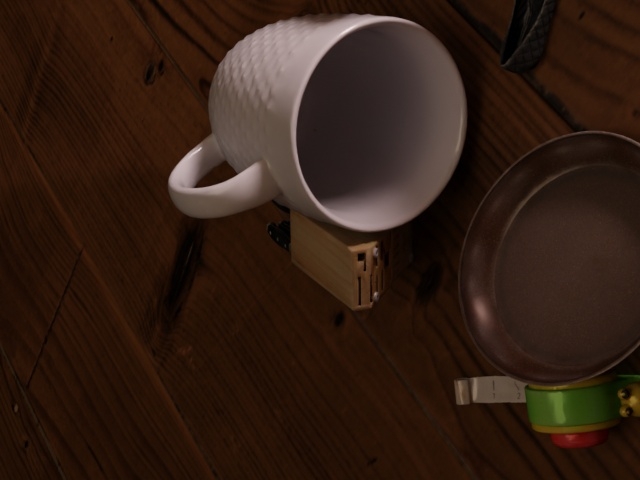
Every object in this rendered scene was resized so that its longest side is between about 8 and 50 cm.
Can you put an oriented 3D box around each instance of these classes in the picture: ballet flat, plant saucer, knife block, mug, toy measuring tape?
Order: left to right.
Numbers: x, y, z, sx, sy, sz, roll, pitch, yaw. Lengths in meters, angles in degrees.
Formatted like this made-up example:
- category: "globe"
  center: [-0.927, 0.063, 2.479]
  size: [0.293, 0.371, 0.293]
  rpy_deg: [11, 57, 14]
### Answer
- category: "mug"
  center: [-0.042, -0.149, 1.480]
  size: [0.328, 0.374, 0.276]
  rpy_deg: [22, 144, 55]
- category: "knife block"
  center: [0.000, 0.000, 1.541]
  size: [0.242, 0.276, 0.088]
  rpy_deg: [5, 111, 20]
- category: "ballet flat"
  center: [0.260, -0.293, 1.345]
  size: [0.057, 0.049, 0.173]
  rpy_deg: [21, 110, 45]
- category: "toy measuring tape"
  center: [0.264, 0.197, 1.351]
  size: [0.330, 0.121, 0.121]
  rpy_deg: [-7, 89, 50]
- category: "plant saucer"
  center: [0.298, 0.024, 1.278]
  size: [0.311, 0.050, 0.310]
  rpy_deg: [-24, 55, 41]
